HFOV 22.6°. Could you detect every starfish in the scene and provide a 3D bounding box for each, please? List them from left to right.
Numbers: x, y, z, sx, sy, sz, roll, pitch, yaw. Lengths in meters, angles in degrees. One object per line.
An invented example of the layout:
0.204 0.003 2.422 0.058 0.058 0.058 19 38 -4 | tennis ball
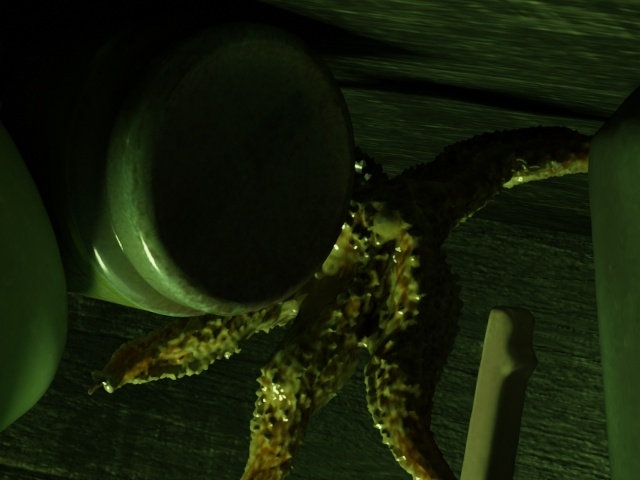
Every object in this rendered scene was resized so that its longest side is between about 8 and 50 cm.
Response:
-0.004 0.018 0.897 0.301 0.293 0.084 14 147 17 | starfish

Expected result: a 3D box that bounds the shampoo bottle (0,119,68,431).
-0.301 0.038 0.708 0.317 0.322 0.322 -34 -154 -31 | shampoo bottle

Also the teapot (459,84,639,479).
0.193 0.102 0.653 0.300 0.344 0.253 9 177 39 | teapot

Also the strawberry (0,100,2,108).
-0.171 -0.109 0.488 0.167 0.087 0.208 36 -171 -43 | strawberry

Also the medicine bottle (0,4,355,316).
-0.140 -0.050 0.858 0.151 0.151 0.322 11 179 -44 | medicine bottle
